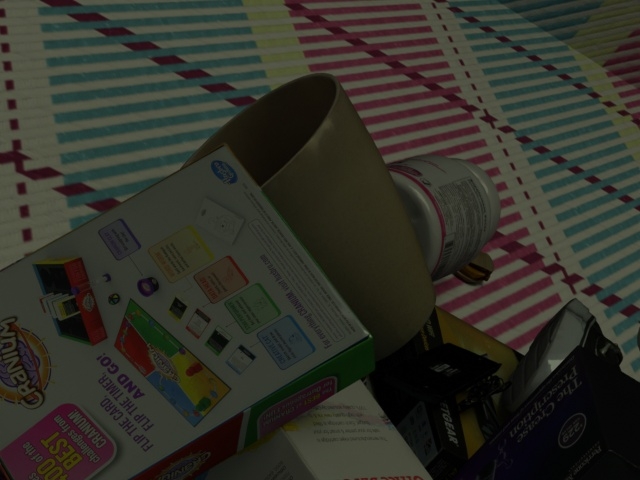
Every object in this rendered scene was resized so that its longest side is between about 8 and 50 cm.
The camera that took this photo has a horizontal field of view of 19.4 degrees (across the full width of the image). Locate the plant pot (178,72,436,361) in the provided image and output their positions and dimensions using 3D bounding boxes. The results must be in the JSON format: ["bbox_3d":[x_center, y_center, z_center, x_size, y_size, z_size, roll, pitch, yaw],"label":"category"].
[{"bbox_3d":[0.000,0.000,2.074,0.274,0.256,0.256,49,18,-21],"label":"plant pot"}]

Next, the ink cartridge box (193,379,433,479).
[{"bbox_3d":[-0.043,0.203,1.681,0.171,0.168,0.232,8,39,-52],"label":"ink cartridge box"}]

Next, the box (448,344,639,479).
[{"bbox_3d":[0.223,0.262,1.868,0.103,0.261,0.184,31,24,-22],"label":"box"}]

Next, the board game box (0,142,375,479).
[{"bbox_3d":[-0.150,0.088,1.586,0.242,0.316,0.064,53,-15,28],"label":"board game box"}]

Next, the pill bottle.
[{"bbox_3d":[0.122,-0.025,2.374,0.160,0.160,0.283,45,22,12],"label":"pill bottle"}]

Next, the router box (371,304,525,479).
[{"bbox_3d":[0.182,0.213,2.129,0.243,0.081,0.309,30,25,-25],"label":"router box"}]

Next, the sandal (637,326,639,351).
[{"bbox_3d":[0.514,0.224,2.048,0.416,0.102,0.169,46,23,13],"label":"sandal"}]

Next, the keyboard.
[{"bbox_3d":[0.139,0.159,2.033,0.100,0.038,0.192,23,18,22],"label":"keyboard"}]

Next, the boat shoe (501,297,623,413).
[{"bbox_3d":[0.301,0.149,2.168,0.119,0.121,0.335,39,20,5],"label":"boat shoe"}]

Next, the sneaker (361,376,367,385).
[{"bbox_3d":[-0.021,0.135,1.981,0.170,0.068,0.071,20,24,-39],"label":"sneaker"}]

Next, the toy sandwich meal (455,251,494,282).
[{"bbox_3d":[0.202,0.027,2.573,0.085,0.029,0.085,33,23,-16],"label":"toy sandwich meal"}]
